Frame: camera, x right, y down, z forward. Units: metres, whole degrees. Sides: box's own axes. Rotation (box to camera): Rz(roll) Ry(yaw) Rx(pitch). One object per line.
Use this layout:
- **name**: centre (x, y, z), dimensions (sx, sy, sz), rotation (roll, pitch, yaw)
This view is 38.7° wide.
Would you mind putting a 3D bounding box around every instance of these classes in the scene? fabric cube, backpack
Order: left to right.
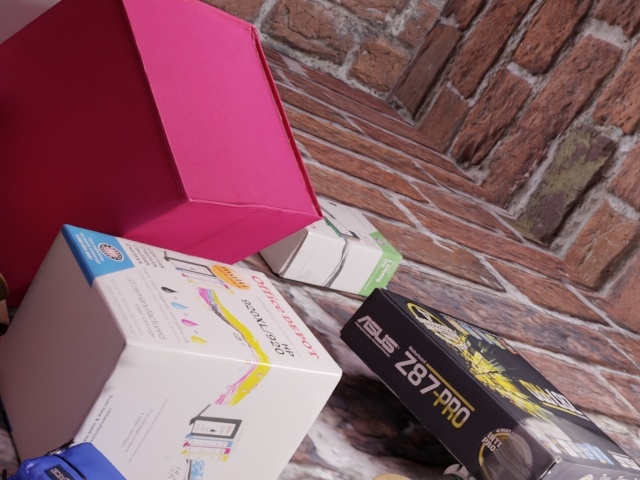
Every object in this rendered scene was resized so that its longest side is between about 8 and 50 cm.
- **backpack**: centre (-0.196, 0.199, 0.633), dimensions (0.098, 0.101, 0.120), rotation (33, 20, 24)
- **fabric cube**: centre (-0.196, -0.092, 0.973), dimensions (0.259, 0.258, 0.254), rotation (7, 60, -61)

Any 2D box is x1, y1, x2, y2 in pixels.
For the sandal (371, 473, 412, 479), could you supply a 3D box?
- **sandal**: centre (0.076, 0.275, 0.876), dimensions (0.088, 0.079, 0.240), rotation (8, 17, -1)

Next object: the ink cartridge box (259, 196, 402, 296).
- **ink cartridge box**: centre (0.000, 0.000, 1.487), dimensions (0.219, 0.093, 0.160), rotation (15, 24, -43)

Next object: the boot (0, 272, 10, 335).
- **boot**: centre (-0.327, -0.002, 0.797), dimensions (0.073, 0.197, 0.152), rotation (-17, 75, -19)

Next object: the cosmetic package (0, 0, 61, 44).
- **cosmetic package**: centre (-0.552, -0.333, 1.077), dimensions (0.393, 0.327, 0.329), rotation (17, 23, -41)

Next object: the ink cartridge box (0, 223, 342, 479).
- **ink cartridge box**: centre (-0.139, 0.119, 0.822), dimensions (0.232, 0.168, 0.171), rotation (16, 23, -42)

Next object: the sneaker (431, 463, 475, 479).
- **sneaker**: centre (0.171, 0.322, 1.001), dimensions (0.076, 0.065, 0.166), rotation (-5, 34, -39)

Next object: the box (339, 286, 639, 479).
- **box**: centre (0.241, 0.224, 1.211), dimensions (0.395, 0.097, 0.318), rotation (25, 17, -52)
